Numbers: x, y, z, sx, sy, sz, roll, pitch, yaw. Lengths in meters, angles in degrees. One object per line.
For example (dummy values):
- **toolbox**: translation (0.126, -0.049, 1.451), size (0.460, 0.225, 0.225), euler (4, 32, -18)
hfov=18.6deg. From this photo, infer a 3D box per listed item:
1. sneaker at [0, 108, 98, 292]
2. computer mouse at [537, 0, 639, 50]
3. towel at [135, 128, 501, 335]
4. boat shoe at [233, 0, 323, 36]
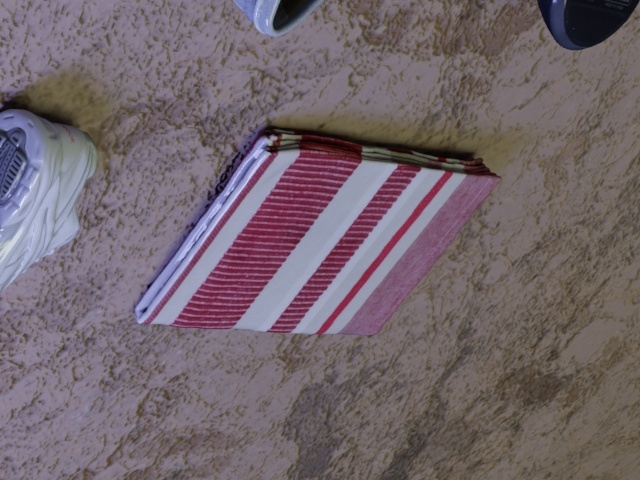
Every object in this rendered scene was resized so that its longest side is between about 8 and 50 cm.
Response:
- **sneaker**: translation (-0.248, 0.001, 1.567), size (0.115, 0.090, 0.232), euler (4, 130, -53)
- **computer mouse**: translation (0.266, -0.300, 1.727), size (0.188, 0.072, 0.272), euler (10, 112, -49)
- **towel**: translation (0.000, 0.000, 1.869), size (0.329, 0.037, 0.237), euler (6, 130, -47)
- **boat shoe**: translation (0.053, -0.285, 1.486), size (0.320, 0.103, 0.118), euler (-38, 149, 0)
